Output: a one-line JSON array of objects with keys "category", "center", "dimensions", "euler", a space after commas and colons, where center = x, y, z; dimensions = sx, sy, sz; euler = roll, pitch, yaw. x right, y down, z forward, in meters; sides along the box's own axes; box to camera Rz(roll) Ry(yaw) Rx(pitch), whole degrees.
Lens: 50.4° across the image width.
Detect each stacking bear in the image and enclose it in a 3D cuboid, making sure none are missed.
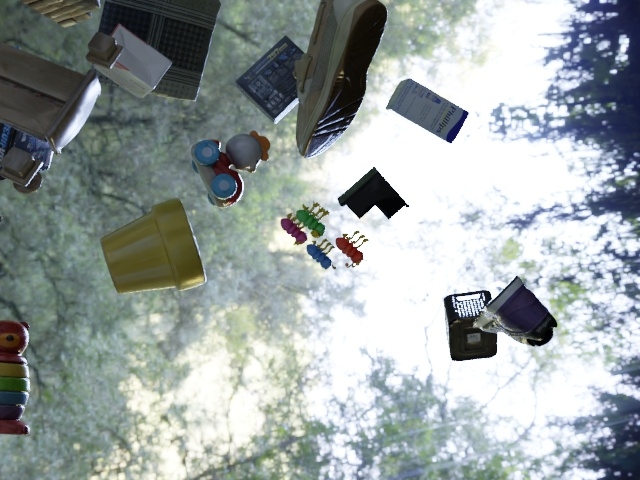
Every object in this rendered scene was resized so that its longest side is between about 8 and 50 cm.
[{"category": "stacking bear", "center": [-0.829, 0.349, 1.763], "dimensions": [0.164, 0.175, 0.289], "euler": [-25, -121, 60]}]

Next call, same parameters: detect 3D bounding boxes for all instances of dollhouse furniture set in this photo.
[{"category": "dollhouse furniture set", "center": [-0.537, -0.207, 1.118], "dimensions": [0.174, 0.303, 0.355], "euler": [104, 11, -65]}]

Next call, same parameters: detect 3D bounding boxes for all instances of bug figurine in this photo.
[{"category": "bug figurine", "center": [0.000, 0.000, 1.742], "dimensions": [0.216, 0.072, 0.279], "euler": [41, -20, -13]}]

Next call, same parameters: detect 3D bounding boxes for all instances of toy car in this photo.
[{"category": "toy car", "center": [-0.247, -0.231, 2.038], "dimensions": [0.210, 0.238, 0.219], "euler": [64, -13, -2]}]

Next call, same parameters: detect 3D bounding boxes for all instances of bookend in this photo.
[{"category": "bookend", "center": [0.163, -0.116, 2.086], "dimensions": [0.157, 0.156, 0.072], "euler": [45, 9, -19]}]

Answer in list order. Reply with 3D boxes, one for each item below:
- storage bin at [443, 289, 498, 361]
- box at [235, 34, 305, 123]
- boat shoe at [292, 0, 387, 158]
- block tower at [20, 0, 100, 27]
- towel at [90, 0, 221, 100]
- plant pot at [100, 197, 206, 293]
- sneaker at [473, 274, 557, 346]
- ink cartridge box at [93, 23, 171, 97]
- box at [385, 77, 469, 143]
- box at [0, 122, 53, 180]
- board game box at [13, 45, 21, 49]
[{"category": "storage bin", "center": [0.381, 0.219, 1.729], "dimensions": [0.084, 0.122, 0.180], "euler": [-92, 172, -45]}, {"category": "box", "center": [-0.131, -0.523, 2.211], "dimensions": [0.183, 0.232, 0.059], "euler": [44, -8, 6]}, {"category": "boat shoe", "center": [0.011, -0.267, 1.096], "dimensions": [0.098, 0.109, 0.302], "euler": [44, -41, 21]}, {"category": "block tower", "center": [-0.453, -0.426, 0.978], "dimensions": [0.335, 0.091, 0.097], "euler": [15, 65, -70]}, {"category": "towel", "center": [-0.458, -0.559, 1.899], "dimensions": [0.056, 0.324, 0.312], "euler": [41, -61, 48]}, {"category": "plant pot", "center": [-0.469, 0.035, 1.890], "dimensions": [0.254, 0.239, 0.254], "euler": [162, -90, -77]}, {"category": "sneaker", "center": [0.373, 0.159, 1.293], "dimensions": [0.124, 0.107, 0.283], "euler": [44, -1, 15]}, {"category": "ink cartridge box", "center": [-0.370, -0.341, 1.322], "dimensions": [0.067, 0.115, 0.198], "euler": [-59, -158, -8]}, {"category": "box", "center": [0.207, -0.254, 1.336], "dimensions": [0.072, 0.137, 0.126], "euler": [-60, -174, 10]}, {"category": "box", "center": [-0.583, -0.238, 1.360], "dimensions": [0.175, 0.051, 0.220], "euler": [-58, 170, -74]}, {"category": "board game box", "center": [-0.700, -0.344, 1.503], "dimensions": [0.026, 0.103, 0.154], "euler": [171, -94, -77]}]
